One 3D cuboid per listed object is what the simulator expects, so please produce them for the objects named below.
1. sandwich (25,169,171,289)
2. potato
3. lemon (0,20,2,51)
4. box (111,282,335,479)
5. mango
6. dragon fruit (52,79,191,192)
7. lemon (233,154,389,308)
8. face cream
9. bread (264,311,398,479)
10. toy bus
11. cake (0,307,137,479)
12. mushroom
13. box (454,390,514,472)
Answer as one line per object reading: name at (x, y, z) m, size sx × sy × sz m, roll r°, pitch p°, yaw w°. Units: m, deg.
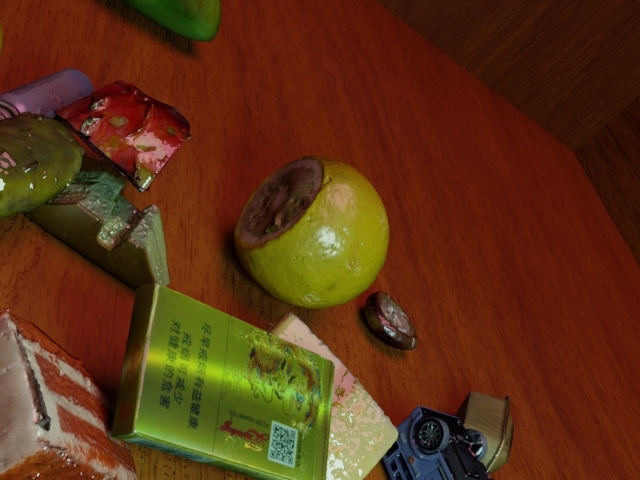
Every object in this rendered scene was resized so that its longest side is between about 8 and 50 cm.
sandwich at (-0.283, -0.020, 1.190) m, size 0.244 × 0.088 × 0.090 m, roll 38°, pitch 31°, yaw -15°
potato at (-0.394, -0.082, 1.071) m, size 0.149 × 0.113 × 0.251 m, roll 16°, pitch 30°, yaw 22°
lemon at (-0.498, -0.261, 1.104) m, size 0.192 × 0.192 × 0.231 m, roll 44°, pitch -6°, yaw -4°
box at (-0.100, 0.183, 1.051) m, size 0.311 × 0.043 × 0.173 m, roll 30°, pitch 55°, yaw -42°
mango at (-0.336, -0.545, 1.745) m, size 0.382 × 0.201 × 0.225 m, roll 46°, pitch 2°, yaw -21°
dragon fruit at (-0.276, -0.164, 1.233) m, size 0.161 × 0.126 × 0.274 m, roll 37°, pitch -4°, yaw -17°
lemon at (0.000, 0.000, 1.409) m, size 0.219 × 0.240 × 0.240 m, roll 44°, pitch 23°, yaw -32°
face cream at (-0.407, -0.186, 1.264) m, size 0.075 × 0.075 × 0.229 m, roll 43°, pitch 27°, yaw -4°
bread at (-0.038, 0.246, 1.234) m, size 0.240 × 0.135 × 0.178 m, roll 47°, pitch 60°, yaw 1°
toy bus at (0.195, 0.386, 1.254) m, size 0.125 × 0.133 × 0.292 m, roll 26°, pitch 30°, yaw -44°
cake at (-0.302, 0.205, 0.891) m, size 0.158 × 0.160 × 0.262 m, roll 61°, pitch -4°, yaw 29°
mushroom at (0.124, 0.147, 1.576) m, size 0.123 × 0.052 × 0.123 m, roll 42°, pitch 24°, yaw -24°
box at (0.274, 0.326, 1.487) m, size 0.111 × 0.111 × 0.177 m, roll 44°, pitch 27°, yaw -3°
